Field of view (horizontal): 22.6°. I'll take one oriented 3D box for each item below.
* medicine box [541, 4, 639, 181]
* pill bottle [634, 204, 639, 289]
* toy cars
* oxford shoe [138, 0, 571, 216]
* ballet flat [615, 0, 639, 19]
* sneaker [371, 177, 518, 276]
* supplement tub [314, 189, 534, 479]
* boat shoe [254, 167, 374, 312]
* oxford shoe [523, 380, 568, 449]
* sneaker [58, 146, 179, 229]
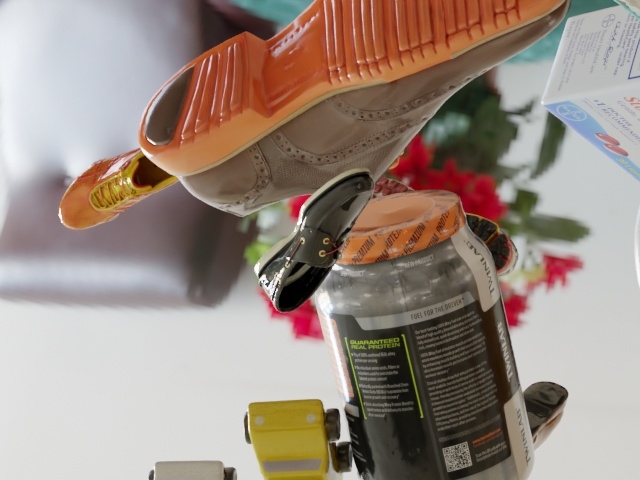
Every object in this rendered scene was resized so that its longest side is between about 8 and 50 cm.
[{"bbox_3d":[0.502,-0.201,2.182,0.263,0.149,0.289,33,157,-31],"label":"medicine box"},{"bbox_3d":[0.375,0.002,1.092,0.283,0.161,0.161,-9,154,41],"label":"pill bottle"},{"bbox_3d":[-0.082,0.282,1.787,0.176,0.087,0.394,19,146,-28],"label":"toy cars"},{"bbox_3d":[0.041,-0.121,1.225,0.364,0.130,0.133,-20,134,28],"label":"oxford shoe"},{"bbox_3d":[0.347,-0.347,1.871,0.409,0.147,0.147,33,164,2],"label":"ballet flat"},{"bbox_3d":[0.125,-0.005,1.853,0.225,0.088,0.093,25,-179,26],"label":"sneaker"},{"bbox_3d":[0.106,0.118,1.686,0.194,0.316,0.193,-12,-164,4],"label":"supplement tub"},{"bbox_3d":[0.001,0.000,1.131,0.049,0.042,0.133,-1,142,-42],"label":"boat shoe"},{"bbox_3d":[0.251,0.260,2.083,0.076,0.076,0.212,27,-144,36],"label":"oxford shoe"},{"bbox_3d":[-0.206,-0.063,1.667,0.175,0.064,0.067,-30,-174,19],"label":"sneaker"}]
